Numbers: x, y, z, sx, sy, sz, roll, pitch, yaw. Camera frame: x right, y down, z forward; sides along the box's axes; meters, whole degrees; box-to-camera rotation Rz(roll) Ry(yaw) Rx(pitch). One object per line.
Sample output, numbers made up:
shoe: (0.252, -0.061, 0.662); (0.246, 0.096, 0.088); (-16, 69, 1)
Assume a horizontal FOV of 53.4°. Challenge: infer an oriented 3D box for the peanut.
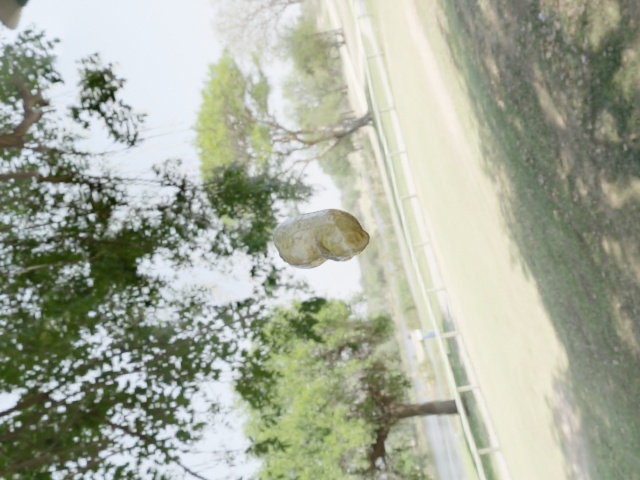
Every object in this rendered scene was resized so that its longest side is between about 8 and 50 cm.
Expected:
peanut: (0.000, 0.000, 1.384); (0.122, 0.253, 0.137); (50, -137, -32)
